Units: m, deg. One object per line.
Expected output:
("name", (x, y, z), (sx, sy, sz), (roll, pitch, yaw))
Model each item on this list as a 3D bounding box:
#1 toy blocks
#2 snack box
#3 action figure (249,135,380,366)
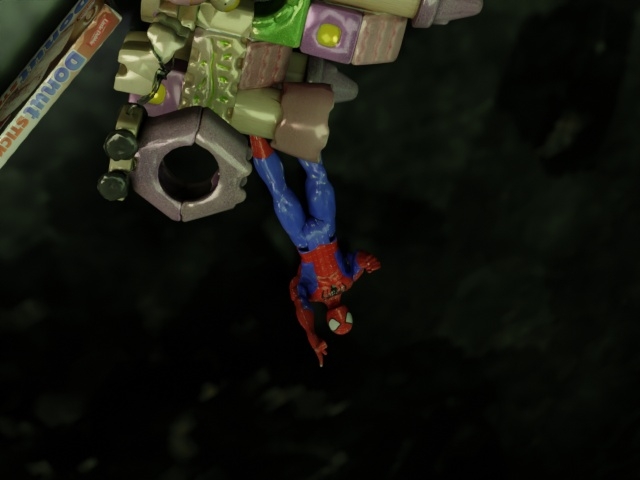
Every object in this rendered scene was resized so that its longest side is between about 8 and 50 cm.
("toy blocks", (-0.001, -0.183, 0.930), (0.260, 0.309, 0.289), (12, 116, -6))
("snack box", (-0.236, -0.137, 1.041), (0.022, 0.064, 0.178), (35, 102, -32))
("action figure", (0.000, 0.000, 1.172), (0.091, 0.139, 0.280), (-22, 127, -7))
